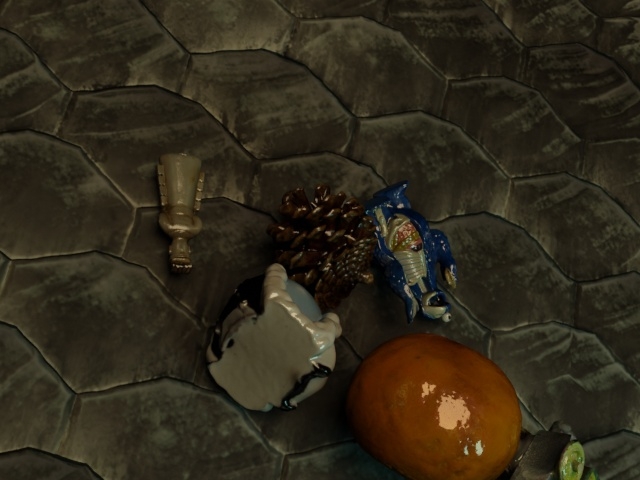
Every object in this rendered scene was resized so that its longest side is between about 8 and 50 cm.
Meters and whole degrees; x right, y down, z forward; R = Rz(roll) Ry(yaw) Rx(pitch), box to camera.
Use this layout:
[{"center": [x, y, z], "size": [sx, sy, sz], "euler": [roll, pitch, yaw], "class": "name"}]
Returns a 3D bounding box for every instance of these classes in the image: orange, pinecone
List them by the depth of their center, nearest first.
[{"center": [0.181, 0.268, 1.681], "size": [0.284, 0.284, 0.226], "euler": [22, 95, -13], "class": "orange"}, {"center": [0.001, 0.000, 1.789], "size": [0.168, 0.185, 0.212], "euler": [33, 13, -44], "class": "pinecone"}]

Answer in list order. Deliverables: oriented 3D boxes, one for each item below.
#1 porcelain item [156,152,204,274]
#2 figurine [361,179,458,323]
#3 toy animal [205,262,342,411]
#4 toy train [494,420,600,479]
[{"center": [-0.234, -0.040, 1.777], "size": [0.084, 0.054, 0.213], "euler": [5, 65, -18], "class": "porcelain item"}, {"center": [0.151, 0.029, 1.881], "size": [0.164, 0.121, 0.262], "euler": [-16, 87, -41], "class": "figurine"}, {"center": [-0.064, 0.152, 1.692], "size": [0.204, 0.208, 0.156], "euler": [41, 33, -1], "class": "toy animal"}, {"center": [0.353, 0.426, 1.743], "size": [0.261, 0.134, 0.177], "euler": [-50, 130, -31], "class": "toy train"}]
